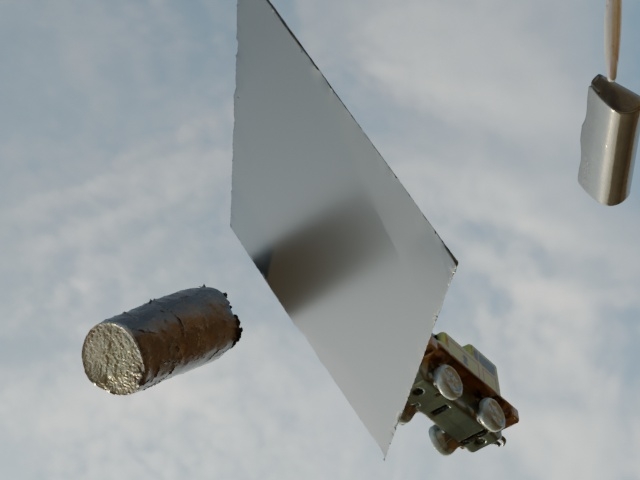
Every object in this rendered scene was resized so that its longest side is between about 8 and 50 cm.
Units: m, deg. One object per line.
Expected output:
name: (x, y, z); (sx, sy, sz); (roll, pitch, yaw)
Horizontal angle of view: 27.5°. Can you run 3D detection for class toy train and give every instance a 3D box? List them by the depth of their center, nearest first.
toy train: (0.146, 0.168, 1.532); (0.089, 0.127, 0.219); (-33, -56, 27)

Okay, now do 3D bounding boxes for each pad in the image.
pad: (0.000, 0.000, 0.926); (0.007, 0.247, 0.367); (-27, -22, -17)

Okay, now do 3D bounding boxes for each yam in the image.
yam: (-0.143, 0.091, 1.190); (0.141, 0.079, 0.079); (-19, -57, -55)

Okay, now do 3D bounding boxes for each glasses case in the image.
glasses case: (0.361, -0.122, 1.642); (0.042, 0.072, 0.190); (-38, -31, -20)

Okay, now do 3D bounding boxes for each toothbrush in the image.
toothbrush: (0.343, -0.324, 1.542); (0.025, 0.030, 0.307); (62, -148, -66)
